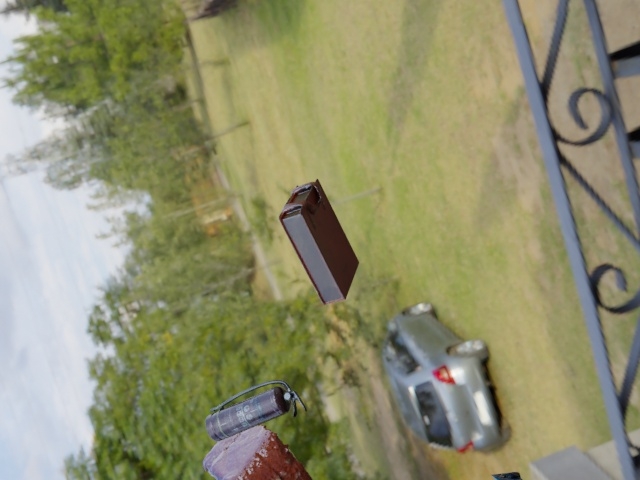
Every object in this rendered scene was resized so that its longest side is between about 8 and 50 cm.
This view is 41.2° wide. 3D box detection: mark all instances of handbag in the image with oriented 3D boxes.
[{"bbox_3d":[0.000,0.000,1.495,0.190,0.063,0.127,63,-154,-21],"label":"handbag"}]

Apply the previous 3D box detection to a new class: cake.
[{"bbox_3d":[-0.119,0.474,1.720,0.177,0.151,0.283,47,160,-16],"label":"cake"}]

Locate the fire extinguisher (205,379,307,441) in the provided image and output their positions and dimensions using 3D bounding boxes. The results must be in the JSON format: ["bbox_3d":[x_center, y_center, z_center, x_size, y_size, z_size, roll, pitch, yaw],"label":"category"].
[{"bbox_3d":[-0.095,0.247,1.246,0.043,0.158,0.064,16,-129,-62],"label":"fire extinguisher"}]

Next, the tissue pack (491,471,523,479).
[{"bbox_3d":[0.457,0.582,1.954,0.138,0.085,0.028,55,130,54],"label":"tissue pack"}]
